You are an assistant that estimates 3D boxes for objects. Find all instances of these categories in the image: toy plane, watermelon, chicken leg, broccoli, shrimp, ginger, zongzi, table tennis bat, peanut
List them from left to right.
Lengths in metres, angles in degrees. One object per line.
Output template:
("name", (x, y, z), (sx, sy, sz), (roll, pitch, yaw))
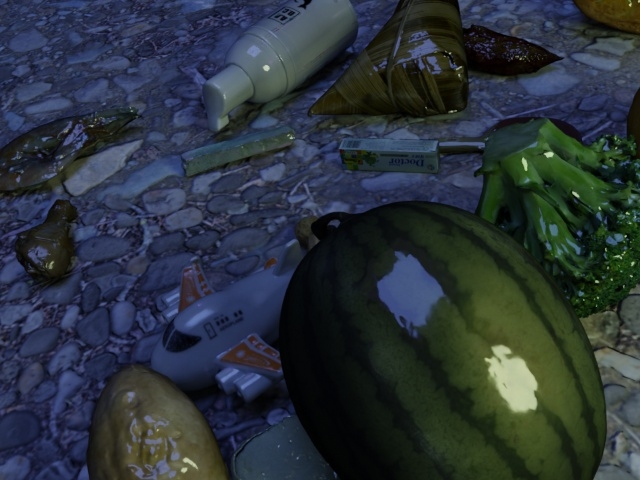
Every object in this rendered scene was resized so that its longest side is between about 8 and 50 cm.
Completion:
("chicken leg", (-0.438, -0.011, 1.106), (0.085, 0.069, 0.198), (-10, 37, 2))
("shrimp", (-0.489, -0.174, 1.292), (0.317, 0.062, 0.164), (-23, 48, -4))
("ginger", (-0.171, 0.239, 0.724), (0.138, 0.152, 0.267), (-22, 50, -4))
("toy plane", (-0.110, 0.098, 0.876), (0.245, 0.117, 0.244), (-6, 45, 6))
("peanut", (0.000, 0.000, 0.997), (0.054, 0.054, 0.113), (-29, 43, -15))
("zongzi", (0.116, -0.342, 1.246), (0.288, 0.134, 0.286), (-9, 56, 17))
("watermelon", (0.105, 0.112, 0.664), (0.279, 0.279, 0.359), (-29, 80, -16))
("chicken leg", (0.325, -0.355, 1.273), (0.234, 0.063, 0.105), (29, 62, 33))
("table tennis bat", (0.302, -0.158, 1.107), (0.234, 0.022, 0.131), (-1, 45, 11))
("broccoli", (0.275, -0.020, 0.815), (0.269, 0.241, 0.261), (-15, 27, 35))

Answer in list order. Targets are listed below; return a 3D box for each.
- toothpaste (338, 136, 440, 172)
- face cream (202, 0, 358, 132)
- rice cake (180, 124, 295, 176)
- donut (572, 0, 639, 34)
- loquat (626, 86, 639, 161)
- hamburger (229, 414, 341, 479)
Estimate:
("toothpaste", (0.112, -0.141, 1.116), (0.164, 0.046, 0.034), (4, 44, 18))
("face cream", (-0.093, -0.348, 1.308), (0.145, 0.145, 0.370), (25, 55, 33))
("rice cake", (-0.146, -0.161, 1.209), (0.211, 0.034, 0.043), (-16, 35, -2))
("donut", (0.595, -0.496, 1.196), (0.317, 0.299, 0.150), (-6, 53, 43))
("loquat", (0.516, -0.128, 0.857), (0.263, 0.263, 0.263), (-7, 44, 7))
("hamburger", (-0.022, 0.250, 0.737), (0.140, 0.062, 0.133), (-21, 43, -5))
